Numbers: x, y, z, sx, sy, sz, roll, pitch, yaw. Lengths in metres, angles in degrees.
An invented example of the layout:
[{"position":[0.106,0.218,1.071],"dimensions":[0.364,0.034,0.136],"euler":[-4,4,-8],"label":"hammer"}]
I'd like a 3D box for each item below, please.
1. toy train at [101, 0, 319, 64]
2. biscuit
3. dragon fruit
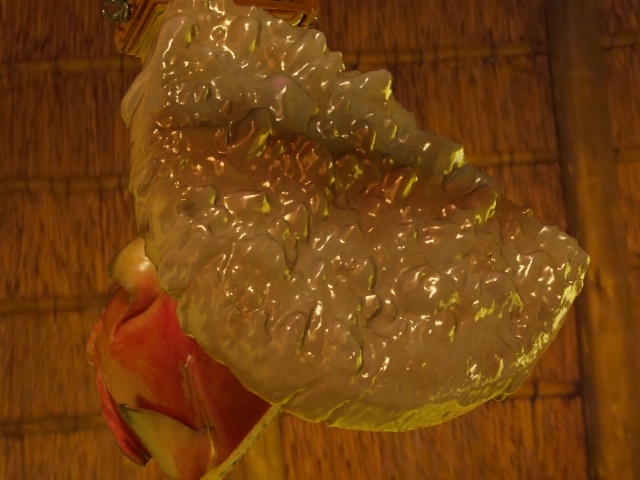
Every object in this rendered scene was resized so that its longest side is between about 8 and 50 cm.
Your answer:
[{"position":[-0.091,-0.186,1.064],"dimensions":[0.219,0.127,0.089],"euler":[-2,-27,-32],"label":"toy train"},{"position":[0.000,0.000,0.622],"dimensions":[0.281,0.179,0.084],"euler":[38,-27,-10],"label":"biscuit"},{"position":[-0.087,0.076,1.048],"dimensions":[0.189,0.290,0.290],"euler":[42,-65,8],"label":"dragon fruit"}]
